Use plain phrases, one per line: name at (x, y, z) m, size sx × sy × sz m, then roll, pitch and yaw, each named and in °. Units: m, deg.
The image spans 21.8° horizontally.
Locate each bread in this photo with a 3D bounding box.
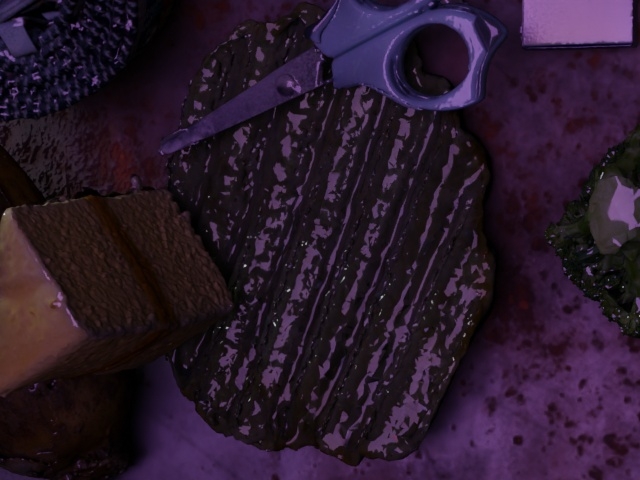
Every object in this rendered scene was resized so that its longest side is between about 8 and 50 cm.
bread at (-0.187, 0.053, 1.479) m, size 0.141 × 0.266 × 0.178 m, roll 26°, pitch 107°, yaw 25°

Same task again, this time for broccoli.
broccoli at (0.284, -0.008, 1.393) m, size 0.195 × 0.156 × 0.195 m, roll -3°, pitch 83°, yaw 26°

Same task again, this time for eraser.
eraser at (0.230, -0.246, 1.481) m, size 0.103 × 0.023 × 0.150 m, roll 1°, pitch 91°, yaw 21°

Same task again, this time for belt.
belt at (-0.276, -0.233, 1.605) m, size 0.295 × 0.160 × 0.207 m, roll -29°, pitch 108°, yaw 29°

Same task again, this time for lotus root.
lotus root at (-0.307, 0.069, 1.611) m, size 0.196 × 0.179 × 0.397 m, roll -24°, pitch 98°, yaw 39°

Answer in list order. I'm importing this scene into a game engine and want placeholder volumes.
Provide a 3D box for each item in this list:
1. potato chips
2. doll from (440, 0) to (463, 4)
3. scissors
potato chips at (0.000, 0.000, 1.556) m, size 0.358 × 0.070 × 0.429 m, roll 20°, pitch 97°, yaw 23°
doll at (0.104, -0.276, 1.516) m, size 0.135 × 0.071 × 0.113 m, roll 41°, pitch 125°, yaw 18°
scissors at (-0.007, -0.156, 1.511) m, size 0.360 × 0.029 × 0.191 m, roll -25°, pitch 82°, yaw 22°
